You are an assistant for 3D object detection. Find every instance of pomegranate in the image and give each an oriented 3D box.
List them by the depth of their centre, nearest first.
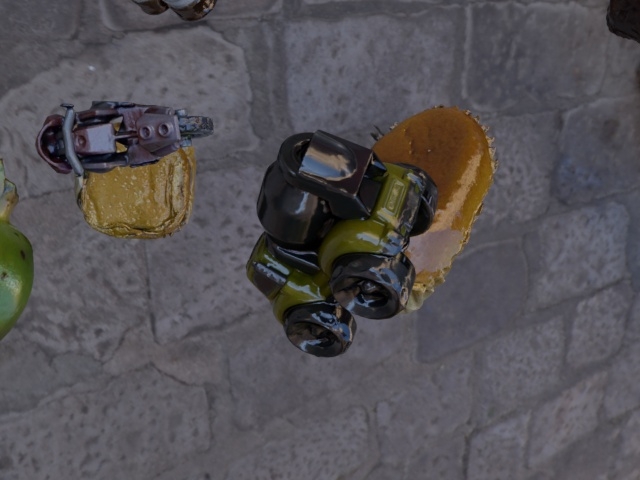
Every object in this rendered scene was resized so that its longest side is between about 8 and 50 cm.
[{"bbox_3d":[-0.576,0.024,1.145,0.260,0.260,0.340,18,87,-39],"label":"pomegranate"}]

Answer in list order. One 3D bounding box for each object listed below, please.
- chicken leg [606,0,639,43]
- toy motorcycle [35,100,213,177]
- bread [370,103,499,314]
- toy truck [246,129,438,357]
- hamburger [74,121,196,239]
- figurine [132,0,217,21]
[{"bbox_3d":[0.316,-0.133,0.481,0.083,0.322,0.177,-14,93,-18],"label":"chicken leg"},{"bbox_3d":[-0.230,-0.120,0.814,0.122,0.213,0.082,-29,112,-62],"label":"toy motorcycle"},{"bbox_3d":[0.165,-0.064,1.221,0.183,0.236,0.388,72,33,-55],"label":"bread"},{"bbox_3d":[0.000,0.000,0.703,0.165,0.224,0.147,30,51,-9],"label":"toy truck"},{"bbox_3d":[-0.459,-0.147,1.793,0.319,0.158,0.318,0,96,3],"label":"hamburger"},{"bbox_3d":[-0.206,-0.368,0.707,0.167,0.281,0.370,-65,159,-20],"label":"figurine"}]
